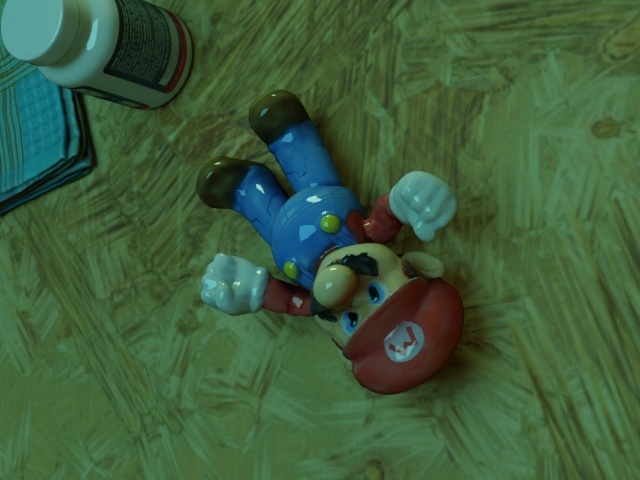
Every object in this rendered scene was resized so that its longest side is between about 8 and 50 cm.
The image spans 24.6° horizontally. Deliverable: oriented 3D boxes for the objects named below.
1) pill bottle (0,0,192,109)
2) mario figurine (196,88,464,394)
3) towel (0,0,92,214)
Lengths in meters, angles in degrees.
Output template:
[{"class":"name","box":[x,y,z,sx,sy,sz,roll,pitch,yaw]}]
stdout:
[{"class":"pill bottle","box":[-0.220,-0.197,1.444,0.108,0.180,0.108,-5,80,32]},{"class":"mario figurine","box":[0.000,0.000,1.271,0.320,0.170,0.198,50,145,36]},{"class":"towel","box":[-0.395,-0.199,1.646,0.271,0.040,0.370,-24,70,28]}]
